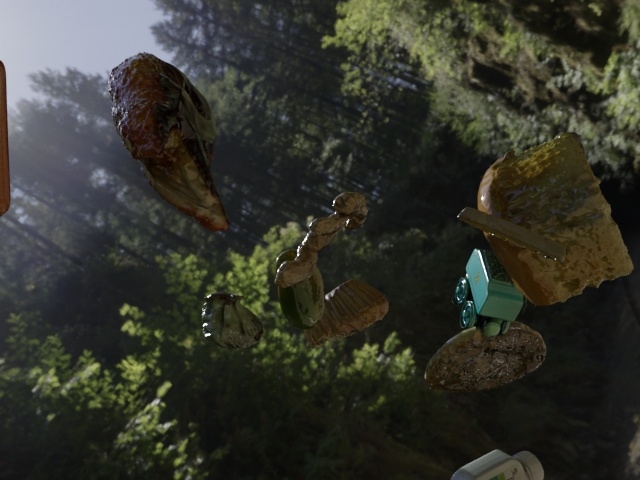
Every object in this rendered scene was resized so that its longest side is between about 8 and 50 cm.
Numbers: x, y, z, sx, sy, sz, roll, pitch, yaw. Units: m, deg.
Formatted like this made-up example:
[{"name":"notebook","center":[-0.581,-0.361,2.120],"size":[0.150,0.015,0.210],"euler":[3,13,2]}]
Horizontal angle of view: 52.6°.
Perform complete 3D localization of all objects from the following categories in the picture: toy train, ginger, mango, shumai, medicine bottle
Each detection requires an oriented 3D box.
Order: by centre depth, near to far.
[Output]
[{"name":"medicine bottle","center":[0.333,0.463,1.223],"size":[0.183,0.069,0.119],"euler":[-16,-77,-28]},{"name":"ginger","center":[0.003,-0.011,1.266],"size":[0.258,0.065,0.149],"euler":[-39,-23,-31]},{"name":"mango","center":[-0.039,0.101,1.390],"size":[0.122,0.085,0.191],"euler":[-32,-57,-46]},{"name":"toy train","center":[0.393,0.119,1.503],"size":[0.203,0.112,0.163],"euler":[-92,15,-54]},{"name":"shumai","center":[-0.239,0.206,1.799],"size":[0.184,0.184,0.142],"euler":[-16,-55,-63]}]

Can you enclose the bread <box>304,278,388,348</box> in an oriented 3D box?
[{"name":"bread","center":[0.066,0.211,1.894],"size":[0.274,0.149,0.274],"euler":[-28,-4,-2]}]

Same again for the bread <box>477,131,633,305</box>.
[{"name":"bread","center":[0.351,-0.034,1.025],"size":[0.204,0.262,0.162],"euler":[-27,-17,24]}]

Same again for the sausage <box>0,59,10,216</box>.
[{"name":"sausage","center":[-0.672,-0.212,1.333],"size":[0.053,0.053,0.348],"euler":[-23,-58,-60]}]

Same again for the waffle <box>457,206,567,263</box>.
[{"name":"waffle","center":[0.250,-0.001,0.795],"size":[0.097,0.152,0.023],"euler":[18,-83,-47]}]

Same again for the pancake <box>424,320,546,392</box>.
[{"name":"pancake","center":[0.441,0.326,1.760],"size":[0.356,0.065,0.356],"euler":[-12,-40,-10]}]

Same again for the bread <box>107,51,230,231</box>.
[{"name":"bread","center":[-0.159,-0.109,0.650],"size":[0.095,0.269,0.139],"euler":[-32,-56,9]}]
